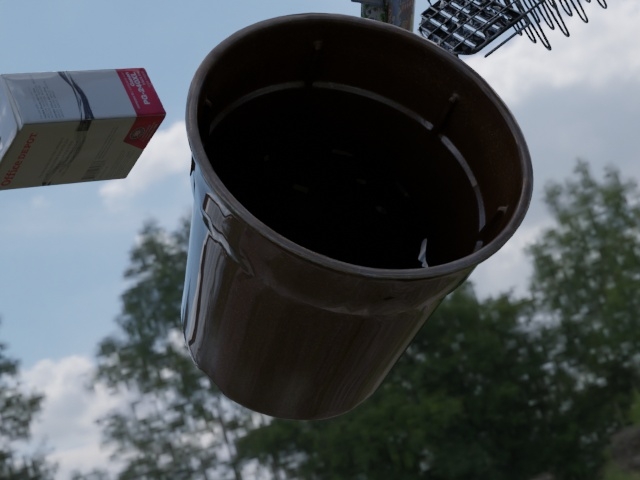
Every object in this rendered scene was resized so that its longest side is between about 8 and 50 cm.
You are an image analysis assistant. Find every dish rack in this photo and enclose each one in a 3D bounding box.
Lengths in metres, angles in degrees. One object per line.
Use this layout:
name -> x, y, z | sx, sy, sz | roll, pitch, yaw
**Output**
dish rack -> 0.232, -0.263, 1.197 | 0.271, 0.074, 0.208 | -36, 23, 2

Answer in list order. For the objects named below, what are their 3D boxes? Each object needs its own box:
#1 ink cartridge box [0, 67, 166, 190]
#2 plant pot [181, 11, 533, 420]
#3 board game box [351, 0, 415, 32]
ink cartridge box -> -0.238, -0.104, 1.103 | 0.150, 0.063, 0.109 | -8, -26, -39
plant pot -> 0.000, 0.000, 0.609 | 0.167, 0.167, 0.165 | -11, -34, -26
board game box -> 0.097, -0.391, 1.882 | 0.060, 0.194, 0.194 | 12, 24, 21
